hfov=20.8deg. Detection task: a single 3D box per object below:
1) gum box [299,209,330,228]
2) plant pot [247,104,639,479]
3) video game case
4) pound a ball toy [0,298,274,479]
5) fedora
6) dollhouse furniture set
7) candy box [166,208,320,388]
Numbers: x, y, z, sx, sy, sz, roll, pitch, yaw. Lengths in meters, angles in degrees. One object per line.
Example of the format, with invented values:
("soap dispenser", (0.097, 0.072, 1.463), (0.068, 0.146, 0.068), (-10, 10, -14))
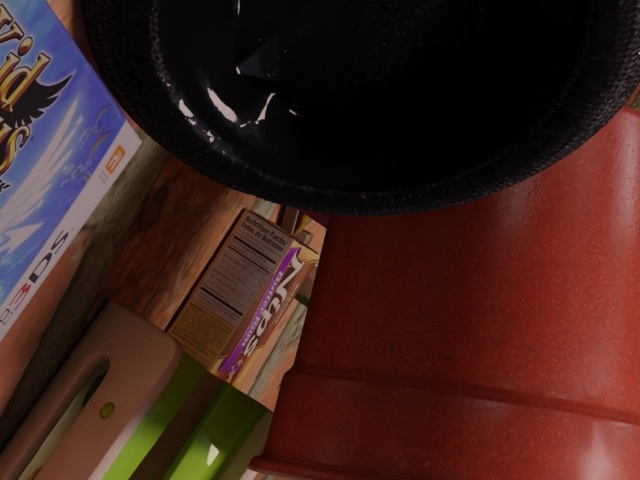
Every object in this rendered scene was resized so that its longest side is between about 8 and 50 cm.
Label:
("gum box", (0.014, -0.051, 1.332), (0.062, 0.107, 0.188), (-60, 167, 8))
("plant pot", (0.107, 0.040, 1.146), (0.272, 0.272, 0.265), (35, 63, -77))
("video game case", (-0.198, -0.003, 0.791), (0.244, 0.061, 0.269), (-56, 166, -9))
("pound a ball toy", (-0.160, 0.226, 1.212), (0.208, 0.136, 0.319), (41, 80, -40))
("fedora", (0.030, -0.163, 0.934), (0.334, 0.334, 0.152), (105, -8, -52))
("dollhouse furniture set", (0.000, 0.000, 1.502), (0.076, 0.059, 0.151), (-47, 163, -38))
("candy box", (-0.078, 0.071, 1.402), (0.186, 0.053, 0.109), (-56, 166, 0))
